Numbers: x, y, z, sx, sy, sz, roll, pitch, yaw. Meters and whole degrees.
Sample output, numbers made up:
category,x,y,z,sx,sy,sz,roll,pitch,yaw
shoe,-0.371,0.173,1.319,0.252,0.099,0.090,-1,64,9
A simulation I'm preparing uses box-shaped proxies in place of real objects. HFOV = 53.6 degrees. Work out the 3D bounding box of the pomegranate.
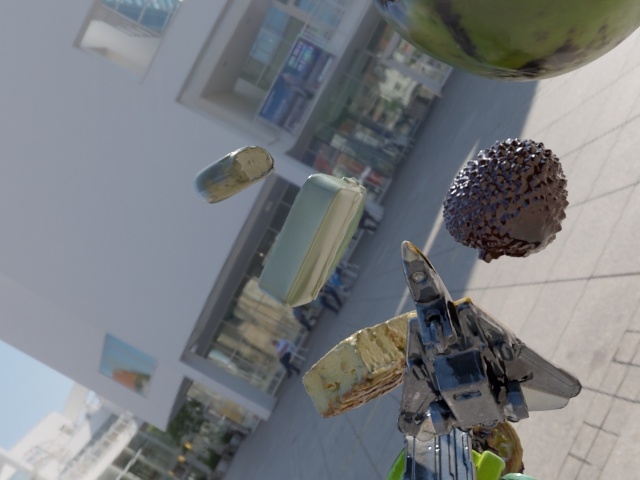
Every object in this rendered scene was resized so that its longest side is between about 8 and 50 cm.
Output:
category,x,y,z,sx,sy,sz,roll,pitch,yaw
pomegranate,0.181,-0.255,0.485,0.260,0.340,0.261,166,90,-84

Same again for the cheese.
category,x,y,z,sx,sy,sz,roll,pitch,yaw
cheese,-0.222,-0.153,1.518,0.202,0.091,0.175,-17,12,44

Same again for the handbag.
category,x,y,z,sx,sy,sz,roll,pitch,yaw
handbag,0.000,0.000,1.148,0.256,0.079,0.219,-64,-22,10

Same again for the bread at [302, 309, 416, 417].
category,x,y,z,sx,sy,sz,roll,pitch,yaw
bread,0.118,0.244,1.279,0.274,0.114,0.185,-13,-27,-47

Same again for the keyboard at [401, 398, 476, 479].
category,x,y,z,sx,sy,sz,roll,pitch,yaw
keyboard,0.169,0.307,0.905,0.262,0.106,0.016,-72,-36,-62

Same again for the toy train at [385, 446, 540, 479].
category,x,y,z,sx,sy,sz,roll,pitch,yaw
toy train,0.227,0.483,1.072,0.179,0.272,0.442,-50,-23,-34

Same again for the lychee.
category,x,y,z,sx,sy,sz,roll,pitch,yaw
lychee,0.192,-0.040,0.647,0.129,0.123,0.123,-53,-1,2

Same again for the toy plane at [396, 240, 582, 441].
category,x,y,z,sx,sy,sz,roll,pitch,yaw
toy plane,0.132,0.110,0.598,0.316,0.204,0.103,53,-157,-51

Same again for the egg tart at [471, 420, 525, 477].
category,x,y,z,sx,sy,sz,roll,pitch,yaw
egg tart,0.318,0.463,1.349,0.215,0.215,0.171,-61,-21,-25
